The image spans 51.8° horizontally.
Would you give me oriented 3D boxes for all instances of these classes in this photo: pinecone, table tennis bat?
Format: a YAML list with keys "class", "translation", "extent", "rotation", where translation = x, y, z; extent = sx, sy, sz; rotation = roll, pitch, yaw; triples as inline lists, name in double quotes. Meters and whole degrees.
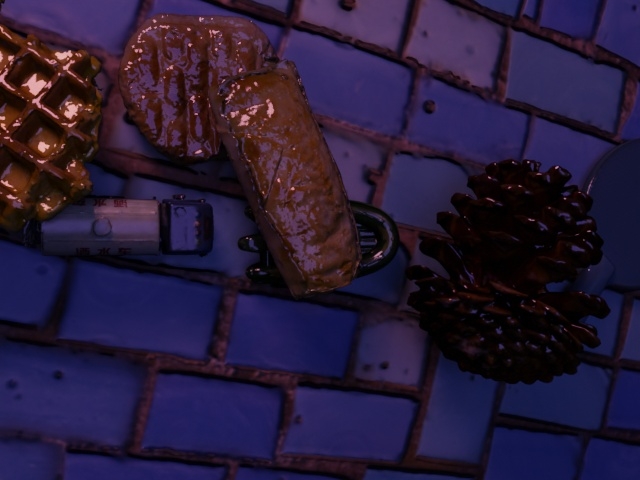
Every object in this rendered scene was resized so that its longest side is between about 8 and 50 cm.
- class: "pinecone"
  translation: [0.240, 0.031, 0.817]
  extent: [0.246, 0.246, 0.292]
  rotation: [31, 69, -18]
- class: "table tennis bat"
  translation: [0.457, -0.009, 0.988]
  extent: [0.215, 0.044, 0.329]
  rotation: [44, 76, -17]

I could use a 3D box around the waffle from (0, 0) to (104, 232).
- class: "waffle"
  translation: [-0.358, -0.134, 0.649]
  extent: [0.281, 0.058, 0.301]
  rotation: [-33, 84, -12]

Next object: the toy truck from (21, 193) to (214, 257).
- class: "toy truck"
  translation: [-0.219, -0.018, 0.724]
  extent: [0.201, 0.088, 0.074]
  rotation: [1, 91, -19]

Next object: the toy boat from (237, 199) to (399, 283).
- class: "toy boat"
  translation: [0.000, 0.000, 0.821]
  extent: [0.210, 0.052, 0.104]
  rotation: [-1, 90, -19]

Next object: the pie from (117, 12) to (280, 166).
- class: "pie"
  translation: [-0.136, -0.175, 0.770]
  extent: [0.195, 0.046, 0.195]
  rotation: [0, 91, -19]

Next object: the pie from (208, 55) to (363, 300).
- class: "pie"
  translation: [-0.033, -0.073, 0.753]
  extent: [0.128, 0.068, 0.283]
  rotation: [-23, 93, -25]
